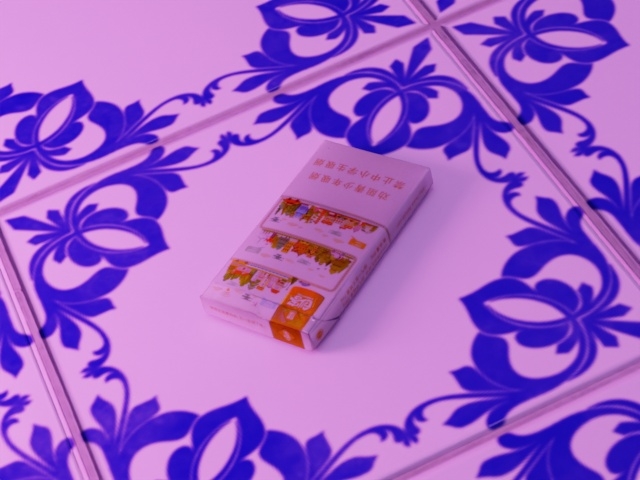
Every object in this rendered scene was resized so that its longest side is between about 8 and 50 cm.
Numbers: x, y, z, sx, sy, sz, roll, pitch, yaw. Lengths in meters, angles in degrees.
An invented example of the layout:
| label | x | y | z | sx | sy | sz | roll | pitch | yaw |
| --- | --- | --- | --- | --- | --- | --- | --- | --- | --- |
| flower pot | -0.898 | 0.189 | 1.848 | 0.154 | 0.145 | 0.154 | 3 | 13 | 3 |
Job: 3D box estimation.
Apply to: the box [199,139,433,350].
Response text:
| label | x | y | z | sx | sy | sz | roll | pitch | yaw |
| --- | --- | --- | --- | --- | --- | --- | --- | --- | --- |
| box | 0.000 | -0.001 | 1.488 | 0.122 | 0.032 | 0.220 | 18 | 53 | 28 |
